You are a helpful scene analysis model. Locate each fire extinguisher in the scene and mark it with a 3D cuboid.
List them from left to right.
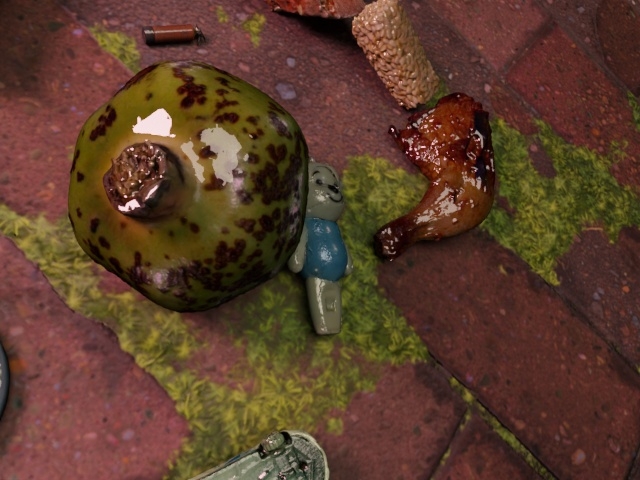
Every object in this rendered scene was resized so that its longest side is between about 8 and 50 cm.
[{"bbox_3d":[-0.197,-0.277,0.717,0.083,0.022,0.028,-14,116,-26],"label":"fire extinguisher"}]

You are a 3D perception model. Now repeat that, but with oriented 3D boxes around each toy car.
[{"bbox_3d":[-0.078,0.266,0.550,0.186,0.058,0.093,-24,82,-15],"label":"toy car"}]

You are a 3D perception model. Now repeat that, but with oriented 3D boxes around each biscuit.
[{"bbox_3d":[0.118,-0.280,0.796,0.082,0.070,0.168,-53,122,-23],"label":"biscuit"}]

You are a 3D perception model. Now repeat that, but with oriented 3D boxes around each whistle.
[{"bbox_3d":[0.000,0.000,0.669,0.114,0.077,0.235,8,69,-46],"label":"whistle"}]

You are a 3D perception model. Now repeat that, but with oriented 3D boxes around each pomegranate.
[{"bbox_3d":[-0.129,-0.053,0.532,0.254,0.270,0.254,0,88,5],"label":"pomegranate"}]

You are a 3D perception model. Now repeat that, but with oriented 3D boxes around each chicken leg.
[{"bbox_3d":[0.179,-0.099,0.782,0.177,0.083,0.322,15,65,-7],"label":"chicken leg"}]

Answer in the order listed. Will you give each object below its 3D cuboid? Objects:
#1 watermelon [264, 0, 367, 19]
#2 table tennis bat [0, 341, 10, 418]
[{"bbox_3d":[-0.040,-0.413,0.782,0.256,0.140,0.193,49,56,-11],"label":"watermelon"},{"bbox_3d":[-0.453,0.150,0.451,0.329,0.044,0.215,-10,76,-27],"label":"table tennis bat"}]
